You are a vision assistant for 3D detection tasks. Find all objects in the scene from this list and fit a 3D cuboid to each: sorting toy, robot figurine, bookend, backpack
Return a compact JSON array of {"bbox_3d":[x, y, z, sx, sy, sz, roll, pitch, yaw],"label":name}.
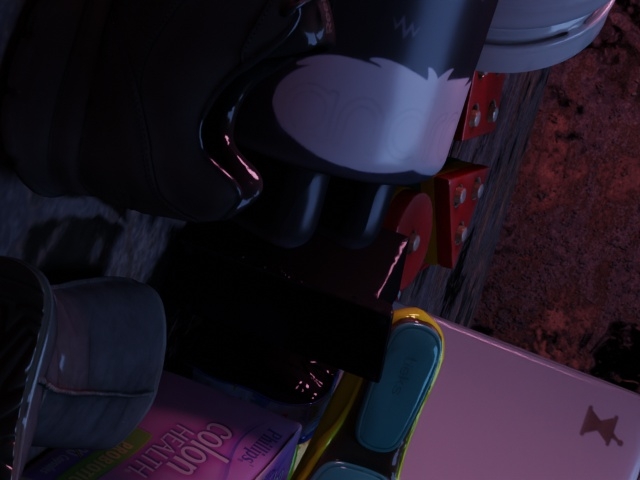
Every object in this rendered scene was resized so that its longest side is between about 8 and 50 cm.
[{"bbox_3d":[0.082,-0.074,1.176,0.257,0.089,0.255,-21,123,-62],"label":"sorting toy"},{"bbox_3d":[0.011,-0.138,0.749,0.209,0.173,0.278,-66,173,-76],"label":"robot figurine"},{"bbox_3d":[0.000,0.000,0.944,0.072,0.156,0.157,97,17,-45],"label":"bookend"},{"bbox_3d":[-0.045,0.111,1.018,0.105,0.114,0.084,-55,161,-53],"label":"backpack"}]

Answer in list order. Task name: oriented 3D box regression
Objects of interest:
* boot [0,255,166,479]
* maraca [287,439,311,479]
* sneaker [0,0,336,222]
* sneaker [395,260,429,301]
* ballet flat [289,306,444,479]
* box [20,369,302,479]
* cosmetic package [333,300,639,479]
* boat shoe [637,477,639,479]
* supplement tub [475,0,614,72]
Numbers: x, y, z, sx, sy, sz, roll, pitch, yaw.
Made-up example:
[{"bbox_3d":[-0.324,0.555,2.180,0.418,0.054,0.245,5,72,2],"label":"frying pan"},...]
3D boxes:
[{"bbox_3d":[-0.150,0.097,0.674,0.208,0.076,0.190,72,41,-82],"label":"boot"},{"bbox_3d":[-0.045,0.172,1.178,0.186,0.099,0.127,-130,-121,-74],"label":"maraca"},{"bbox_3d":[-0.045,-0.142,0.587,0.109,0.130,0.286,-29,136,-69],"label":"sneaker"},{"bbox_3d":[0.100,0.021,1.649,0.128,0.087,0.221,-62,156,4],"label":"sneaker"},{"bbox_3d":[0.024,0.154,0.970,0.231,0.077,0.077,-65,-161,0],"label":"ballet flat"},{"bbox_3d":[-0.126,0.241,0.866,0.213,0.117,0.243,-36,145,-70],"label":"box"},{"bbox_3d":[0.125,0.289,1.435,0.394,0.327,0.329,97,15,-76],"label":"cosmetic package"},{"bbox_3d":[0.338,0.321,1.407,0.277,0.098,0.096,100,13,-62],"label":"boat shoe"},{"bbox_3d":[0.143,-0.297,0.933,0.316,0.228,0.228,94,20,-53],"label":"supplement tub"}]
